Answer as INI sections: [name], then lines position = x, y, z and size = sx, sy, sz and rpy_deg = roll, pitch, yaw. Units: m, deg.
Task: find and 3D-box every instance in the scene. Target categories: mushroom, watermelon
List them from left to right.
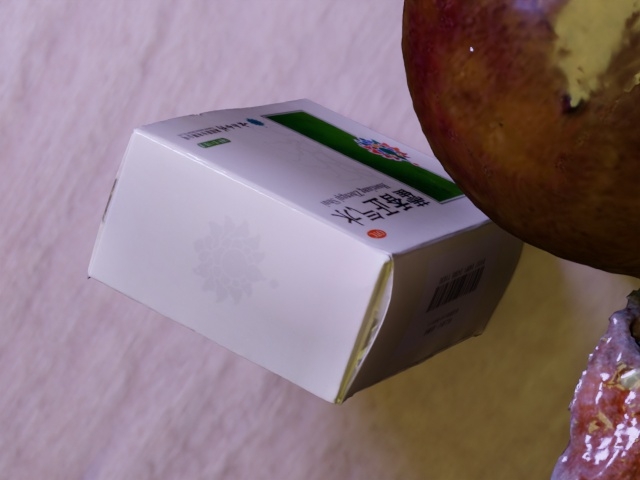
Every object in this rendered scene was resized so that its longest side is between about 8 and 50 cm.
[mushroom]
position = 0.159, -0.119, 1.033
size = 0.263, 0.195, 0.283
rpy_deg = 43, 114, 34
[watermelon]
position = 0.195, 0.144, 1.090
size = 0.140, 0.193, 0.256
rpy_deg = 8, 88, 24

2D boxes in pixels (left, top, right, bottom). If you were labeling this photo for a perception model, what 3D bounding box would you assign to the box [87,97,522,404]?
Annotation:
[box]
position = 0.000, 0.000, 1.121
size = 0.168, 0.212, 0.095
rpy_deg = 28, 109, 19
